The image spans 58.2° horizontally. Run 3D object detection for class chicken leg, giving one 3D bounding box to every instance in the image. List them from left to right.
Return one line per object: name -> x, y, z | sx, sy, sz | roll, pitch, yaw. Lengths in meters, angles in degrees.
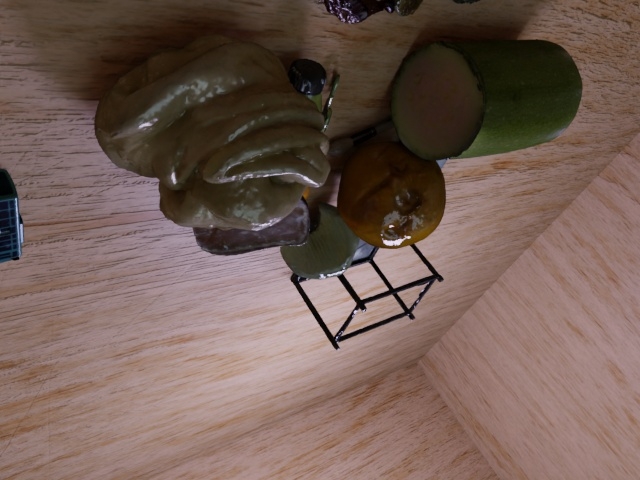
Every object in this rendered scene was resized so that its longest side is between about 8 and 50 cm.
chicken leg -> 0.058, -0.423, 1.006 | 0.089, 0.048, 0.219 | -44, 153, 23

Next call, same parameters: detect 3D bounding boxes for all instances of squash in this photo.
squash -> 0.383, -0.322, 1.319 | 0.384, 0.263, 0.263 | -14, 147, -35

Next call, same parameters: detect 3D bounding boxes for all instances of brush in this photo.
brush -> 0.138, -0.267, 1.385 | 0.299, 0.039, 0.042 | -28, 157, -22

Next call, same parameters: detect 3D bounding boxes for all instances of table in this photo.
table -> 0.139, 0.123, 1.757 | 0.335, 0.272, 0.222 | -15, 147, -36

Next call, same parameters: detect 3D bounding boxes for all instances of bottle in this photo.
bottle -> -0.057, -0.228, 1.125 | 0.112, 0.112, 0.260 | -16, 148, -33

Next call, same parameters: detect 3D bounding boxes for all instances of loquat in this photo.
loquat -> 0.164, -0.103, 1.399 | 0.276, 0.276, 0.284 | -26, -176, -19

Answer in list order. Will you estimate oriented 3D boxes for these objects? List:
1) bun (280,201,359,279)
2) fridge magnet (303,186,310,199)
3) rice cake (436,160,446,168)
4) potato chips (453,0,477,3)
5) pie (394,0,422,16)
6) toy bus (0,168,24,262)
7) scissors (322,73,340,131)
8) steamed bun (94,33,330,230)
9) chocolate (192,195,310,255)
bun -> 0.000, 0.000, 1.538 | 0.212, 0.204, 0.126 | -4, -177, 9
fridge magnet -> -0.090, -0.101, 1.352 | 0.143, 0.063, 0.143 | -26, 154, -14
rice cake -> 0.271, -0.208, 1.563 | 0.189, 0.037, 0.198 | -3, 140, -41
potato chips -> 0.343, -0.567, 1.133 | 0.220, 0.029, 0.202 | -33, 154, 2
pie -> 0.175, -0.468, 1.100 | 0.084, 0.020, 0.084 | -28, 153, -15
toy bus -> -0.532, -0.032, 0.929 | 0.091, 0.079, 0.160 | -15, 146, -36
scissors -> 0.005, -0.247, 1.201 | 0.020, 0.134, 0.187 | 17, 151, -6
steamed bun -> -0.155, -0.150, 0.942 | 0.324, 0.230, 0.372 | -34, 133, 7
chocolate -> -0.152, -0.056, 1.270 | 0.253, 0.080, 0.157 | -7, 130, -6
